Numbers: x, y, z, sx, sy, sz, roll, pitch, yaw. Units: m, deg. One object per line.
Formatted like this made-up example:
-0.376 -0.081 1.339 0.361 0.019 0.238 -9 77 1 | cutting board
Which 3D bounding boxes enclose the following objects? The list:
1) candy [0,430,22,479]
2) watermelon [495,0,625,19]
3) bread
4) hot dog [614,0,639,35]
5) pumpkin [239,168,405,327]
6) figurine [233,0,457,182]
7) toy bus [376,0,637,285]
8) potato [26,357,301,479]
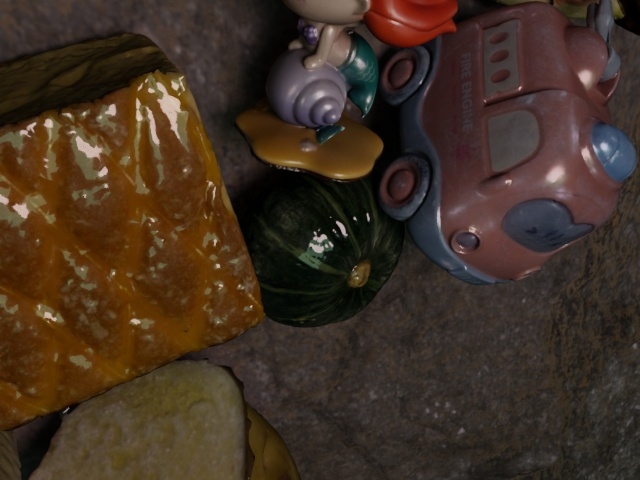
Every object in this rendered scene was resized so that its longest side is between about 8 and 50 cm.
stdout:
-0.380 0.253 0.634 0.135 0.320 0.180 -30 123 -10 | candy
0.176 -0.325 0.687 0.128 0.159 0.303 -36 138 26 | watermelon
-0.230 -0.019 0.617 0.278 0.207 0.279 -24 124 -11 | bread
0.359 -0.402 0.662 0.174 0.267 0.388 -20 127 7 | hot dog
0.000 0.002 0.774 0.211 0.152 0.212 -35 143 -32 | pumpkin
0.023 -0.209 0.633 0.208 0.181 0.257 15 126 0 | figurine
0.206 -0.109 0.713 0.231 0.294 0.197 -18 149 41 | toy bus
-0.173 0.322 0.831 0.288 0.301 0.237 8 152 11 | potato
